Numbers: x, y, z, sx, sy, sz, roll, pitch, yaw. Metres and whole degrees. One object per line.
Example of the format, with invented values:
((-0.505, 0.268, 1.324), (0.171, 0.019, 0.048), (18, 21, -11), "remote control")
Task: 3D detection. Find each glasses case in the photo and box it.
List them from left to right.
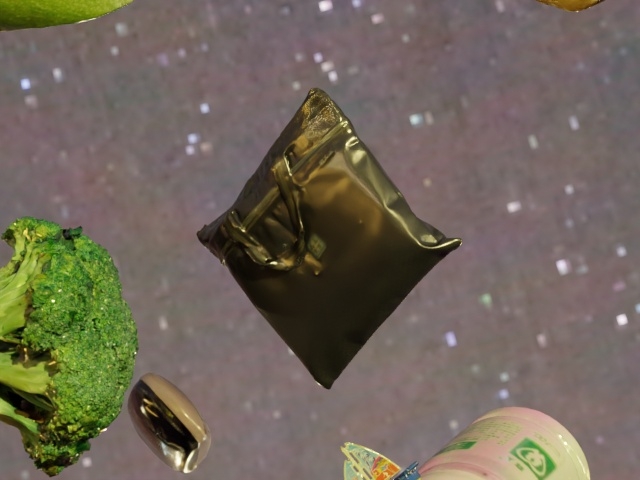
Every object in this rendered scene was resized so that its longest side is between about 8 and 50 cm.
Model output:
((-0.205, 0.251, 2.355), (0.075, 0.122, 0.314), (-43, -8, -13), "glasses case")

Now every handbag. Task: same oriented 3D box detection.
((0.000, 0.000, 1.680), (0.088, 0.211, 0.254), (-32, -14, -48), "handbag")

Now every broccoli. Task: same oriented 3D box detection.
((-0.316, 0.117, 1.759), (0.269, 0.269, 0.254), (-6, 10, -19), "broccoli")

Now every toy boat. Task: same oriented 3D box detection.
((0.061, 0.270, 1.934), (0.091, 0.110, 0.175), (-44, -11, 30), "toy boat")

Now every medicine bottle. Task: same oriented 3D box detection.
((0.219, 0.373, 2.345), (0.212, 0.212, 0.325), (-30, 0, 32), "medicine bottle")

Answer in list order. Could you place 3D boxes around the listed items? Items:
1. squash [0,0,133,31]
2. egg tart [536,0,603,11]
((-0.308, -0.288, 1.949), (0.288, 0.111, 0.203), (9, -48, -43), "squash")
((0.273, -0.414, 2.165), (0.118, 0.288, 0.288), (-23, -14, -35), "egg tart")
